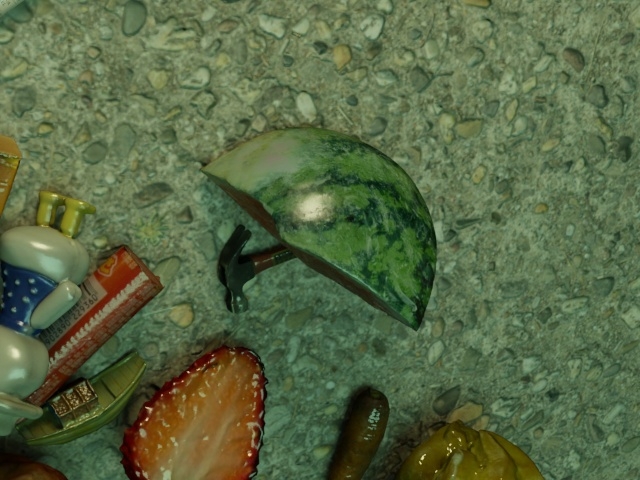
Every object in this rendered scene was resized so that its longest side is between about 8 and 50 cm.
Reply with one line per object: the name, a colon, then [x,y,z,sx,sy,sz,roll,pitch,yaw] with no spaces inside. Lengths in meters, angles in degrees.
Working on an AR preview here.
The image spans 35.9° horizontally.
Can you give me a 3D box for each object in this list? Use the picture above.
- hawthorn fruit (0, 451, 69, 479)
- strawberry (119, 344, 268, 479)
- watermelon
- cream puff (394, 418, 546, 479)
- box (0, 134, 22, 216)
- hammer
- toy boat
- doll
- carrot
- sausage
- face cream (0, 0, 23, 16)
hawthorn fruit: [-0.390,0.377,1.154,0.258,0.258,0.261,-35,136,-9]
strawberry: [-0.166,0.245,1.302,0.190,0.111,0.236,37,70,-25]
watermelon: [0.007,-0.035,1.196,0.176,0.256,0.260,-34,126,28]
cream puff: [0.244,0.413,1.458,0.291,0.324,0.257,14,86,-3]
box: [-0.431,-0.014,1.049,0.152,0.070,0.237,15,104,-32]
hammer: [0.000,0.000,1.305,0.288,0.033,0.111,-20,122,-19]
toy boat: [-0.293,0.199,1.224,0.172,0.065,0.066,-30,134,-22]
doll: [-0.331,0.088,1.094,0.119,0.138,0.293,33,73,-56]
carrot: [0.058,0.306,1.468,0.060,0.060,0.186,5,112,-30]
sausage: [-0.307,0.124,1.176,0.274,0.074,0.074,-45,125,-2]
face cream: [-0.314,-0.262,1.021,0.115,0.020,0.038,-39,124,-10]
